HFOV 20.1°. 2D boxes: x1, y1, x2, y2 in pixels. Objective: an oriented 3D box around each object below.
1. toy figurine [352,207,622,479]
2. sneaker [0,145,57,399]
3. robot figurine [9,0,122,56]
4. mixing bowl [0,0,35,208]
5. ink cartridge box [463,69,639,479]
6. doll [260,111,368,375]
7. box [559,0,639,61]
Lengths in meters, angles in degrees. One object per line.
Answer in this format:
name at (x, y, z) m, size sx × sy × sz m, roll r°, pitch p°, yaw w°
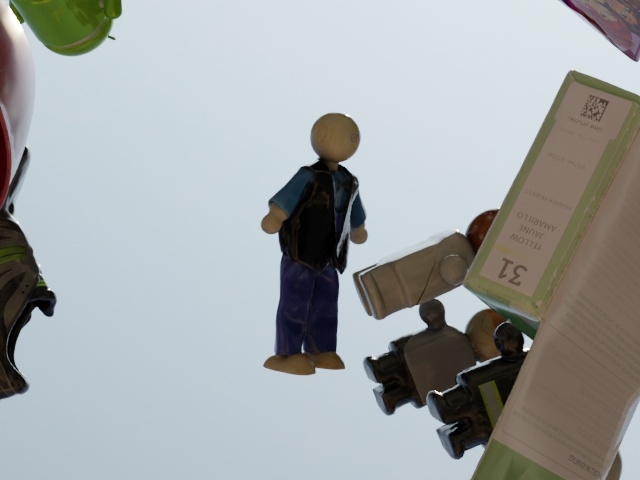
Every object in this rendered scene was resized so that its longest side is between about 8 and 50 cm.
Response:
toy figurine at (0.129, 0.096, 1.341) m, size 0.148 × 0.213 × 0.209 m, roll -22°, pitch -129°, yaw -10°
sneaker at (-0.219, 0.022, 1.259) m, size 0.078 × 0.067 × 0.188 m, roll 4°, pitch -100°, yaw 3°
robot figurine at (-0.206, -0.191, 1.426) m, size 0.101 × 0.115 × 0.067 m, roll -2°, pitch -124°, yaw 22°
mixing bowl at (-0.233, -0.095, 1.041) m, size 0.181 × 0.181 × 0.098 m, roll 30°, pitch -139°, yaw 6°
ink cartridge box at (0.123, 0.053, 0.918) m, size 0.056 × 0.171 × 0.235 m, roll 26°, pitch -94°, yaw 31°
doll at (0.000, 0.000, 1.315) m, size 0.046 × 0.189 × 0.129 m, roll 10°, pitch -173°, yaw 34°
box at (0.047, -0.176, 0.528) m, size 0.201 × 0.293 × 0.057 m, roll 41°, pitch -96°, yaw 11°
